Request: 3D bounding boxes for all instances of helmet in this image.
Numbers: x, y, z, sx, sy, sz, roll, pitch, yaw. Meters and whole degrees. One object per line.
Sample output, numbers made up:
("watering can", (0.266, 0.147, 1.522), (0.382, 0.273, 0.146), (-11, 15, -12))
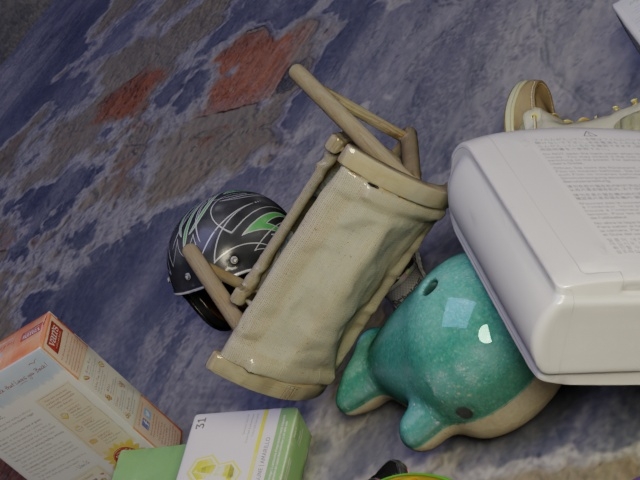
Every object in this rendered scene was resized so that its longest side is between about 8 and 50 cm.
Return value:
("helmet", (-0.103, 0.020, 1.543), (0.169, 0.161, 0.169), (-30, 32, 21))

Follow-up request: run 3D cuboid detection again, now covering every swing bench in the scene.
("swing bench", (0.000, 0.000, 1.290), (0.253, 0.165, 0.254), (-56, 25, 16))

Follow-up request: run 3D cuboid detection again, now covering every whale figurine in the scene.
("whale figurine", (0.108, 0.095, 1.217), (0.272, 0.141, 0.216), (-14, 40, 46))

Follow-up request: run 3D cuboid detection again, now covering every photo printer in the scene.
("photo printer", (0.253, -0.002, 1.093), (0.256, 0.107, 0.307), (-1, 30, -12))

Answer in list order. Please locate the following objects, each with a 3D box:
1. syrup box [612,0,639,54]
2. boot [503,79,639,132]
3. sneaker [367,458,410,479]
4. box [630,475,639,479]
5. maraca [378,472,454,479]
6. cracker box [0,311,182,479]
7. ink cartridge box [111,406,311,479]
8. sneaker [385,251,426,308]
("syrup box", (0.389, -0.185, 1.299), (0.096, 0.093, 0.237), (-33, 31, 15))
("boot", (0.279, -0.113, 1.353), (0.165, 0.077, 0.213), (-23, 40, 30))
("sneaker", (0.037, 0.247, 1.188), (0.119, 0.057, 0.047), (-52, 29, -19))
("box", (0.214, 0.286, 0.876), (0.153, 0.108, 0.207), (-31, 31, 18))
("maraca", (0.099, 0.258, 1.066), (0.186, 0.099, 0.127), (9, 65, 24))
("cracker box", (-0.290, 0.203, 1.454), (0.156, 0.232, 0.067), (-29, 32, 21))
("ink cartridge box", (-0.137, 0.261, 1.322), (0.235, 0.056, 0.171), (-7, 43, 21))
("sneaker", (0.073, 0.019, 1.424), (0.063, 0.075, 0.170), (-39, 29, 6))
